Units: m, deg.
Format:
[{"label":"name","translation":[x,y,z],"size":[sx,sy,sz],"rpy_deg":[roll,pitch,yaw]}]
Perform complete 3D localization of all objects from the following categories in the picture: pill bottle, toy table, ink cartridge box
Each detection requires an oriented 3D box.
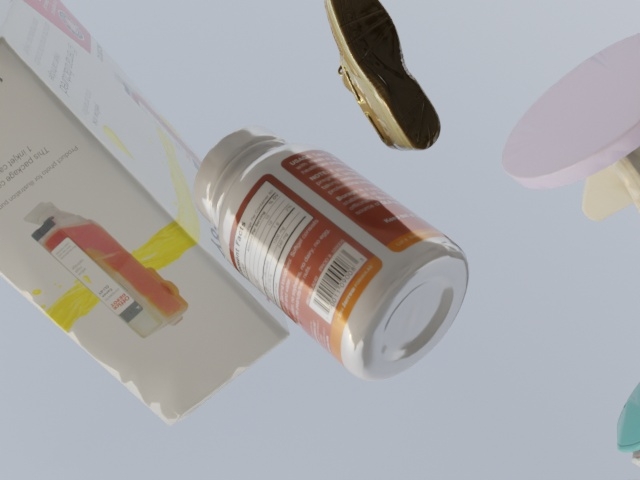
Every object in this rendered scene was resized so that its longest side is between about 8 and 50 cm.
[{"label":"pill bottle","translation":[0.000,0.000,0.764],"size":[0.121,0.121,0.216],"rpy_deg":[-39,-126,-16]},{"label":"toy table","translation":[0.375,-0.122,1.189],"size":[0.161,0.274,0.252],"rpy_deg":[33,-120,-23]},{"label":"ink cartridge box","translation":[-0.219,-0.047,0.982],"size":[0.160,0.279,0.385],"rpy_deg":[-36,-62,8]}]

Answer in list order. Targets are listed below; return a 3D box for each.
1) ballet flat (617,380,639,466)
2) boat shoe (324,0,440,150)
[{"label":"ballet flat","translation":[0.466,0.150,1.092],"size":[0.147,0.409,0.147],"rpy_deg":[7,-130,-9]},{"label":"boat shoe","translation":[0.035,-0.122,0.714],"size":[0.050,0.045,0.135],"rpy_deg":[-35,-76,-32]}]
